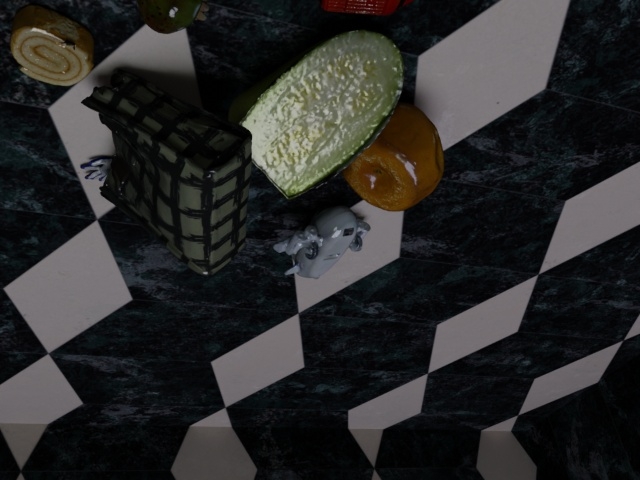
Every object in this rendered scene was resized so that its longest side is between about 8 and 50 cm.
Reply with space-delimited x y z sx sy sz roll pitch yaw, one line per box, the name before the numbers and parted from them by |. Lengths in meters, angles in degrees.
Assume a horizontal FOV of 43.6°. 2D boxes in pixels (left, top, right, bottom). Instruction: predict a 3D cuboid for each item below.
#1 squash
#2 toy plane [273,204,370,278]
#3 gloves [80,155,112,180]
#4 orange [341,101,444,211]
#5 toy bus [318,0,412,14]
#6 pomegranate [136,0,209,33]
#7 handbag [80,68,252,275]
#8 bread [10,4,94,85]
squash | 0.017 -0.260 1.538 0.308 0.210 0.234 -24 123 29
toy plane | 0.003 0.004 2.002 0.266 0.123 0.267 -24 158 -10
gloves | -0.473 -0.155 1.718 0.086 0.026 0.064 -23 143 24
orange | 0.152 -0.194 1.707 0.248 0.183 0.249 27 145 21
toy bus | 0.091 -0.446 1.402 0.195 0.089 0.081 -1 145 -16
pomegranate | -0.246 -0.405 1.361 0.114 0.115 0.142 -33 166 28
handbag | -0.293 -0.134 1.554 0.162 0.327 0.325 -44 159 -33
bread | -0.475 -0.335 1.411 0.149 0.073 0.122 21 136 -38
